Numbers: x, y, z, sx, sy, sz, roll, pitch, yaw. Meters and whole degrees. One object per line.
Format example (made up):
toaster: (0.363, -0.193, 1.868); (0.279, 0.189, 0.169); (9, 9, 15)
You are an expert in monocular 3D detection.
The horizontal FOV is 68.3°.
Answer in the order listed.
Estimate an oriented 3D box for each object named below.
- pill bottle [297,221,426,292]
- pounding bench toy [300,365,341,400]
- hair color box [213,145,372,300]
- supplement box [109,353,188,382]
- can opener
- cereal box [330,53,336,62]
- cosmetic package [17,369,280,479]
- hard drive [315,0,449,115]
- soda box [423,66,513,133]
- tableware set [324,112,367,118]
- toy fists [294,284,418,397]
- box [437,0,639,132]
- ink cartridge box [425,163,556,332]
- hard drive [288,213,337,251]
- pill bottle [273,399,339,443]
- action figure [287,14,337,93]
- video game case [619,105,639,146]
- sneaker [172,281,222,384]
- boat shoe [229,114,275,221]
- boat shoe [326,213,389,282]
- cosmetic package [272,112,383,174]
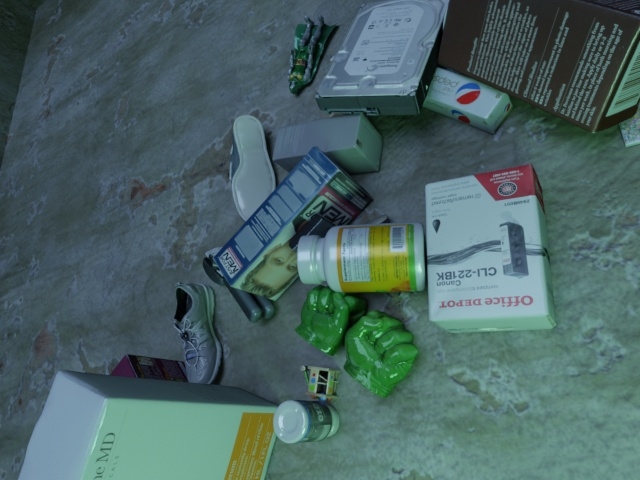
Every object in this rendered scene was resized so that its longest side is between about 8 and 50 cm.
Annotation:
pill bottle: (0.084, 0.035, 0.947); (0.246, 0.136, 0.136); (-2, 70, 14)
pounding bench toy: (-0.008, 0.301, 0.996); (0.083, 0.052, 0.065); (-3, 71, 33)
hair color box: (-0.061, -0.028, 1.084); (0.347, 0.174, 0.105); (-46, 55, 10)
supplement box: (-0.401, 0.350, 1.150); (0.080, 0.188, 0.104); (-51, 53, 7)
can opener: (-0.211, 0.110, 1.206); (0.280, 0.074, 0.093); (43, 132, 39)
cereal box: (0.161, -0.454, 1.165); (0.173, 0.047, 0.240); (-46, 53, -6)
cosmetic package: (-0.285, 0.394, 0.889); (0.162, 0.453, 0.229); (8, 77, 35)
hard drive: (0.152, -0.427, 1.075); (0.237, 0.064, 0.338); (9, 62, 29)
soda box: (0.299, -0.309, 1.024); (0.216, 0.069, 0.073); (37, 94, 38)
tableware set: (0.065, -0.353, 1.194); (0.128, 0.039, 0.194); (0, 62, 33)
toy fists: (0.067, 0.186, 0.966); (0.279, 0.096, 0.142); (30, 88, 39)
box: (0.409, -0.371, 0.873); (0.143, 0.191, 0.381); (-23, 48, -26)
ink cartridge box: (0.304, 0.022, 0.861); (0.197, 0.114, 0.272); (-9, 68, 30)
hard drive: (0.000, 0.000, 1.057); (0.094, 0.135, 0.022); (-47, 57, 10)
pill bottle: (-0.023, 0.356, 0.931); (0.078, 0.137, 0.078); (-12, 67, 29)
action figure: (-0.045, -0.524, 1.343); (0.137, 0.063, 0.232); (10, 81, 33)
video game case: (0.581, -0.233, 0.844); (0.087, 0.011, 0.121); (-13, 65, 29)
sneaker: (-0.331, 0.236, 1.194); (0.105, 0.115, 0.281); (-28, 59, 22)
boat shoe: (-0.194, -0.186, 1.304); (0.099, 0.117, 0.319); (129, 136, -65)
boat shoe: (0.080, 0.022, 1.057); (0.206, 0.075, 0.065); (-39, 98, 8)
cosmetic package: (0.018, -0.221, 1.139); (0.238, 0.127, 0.107); (-4, 68, 30)
